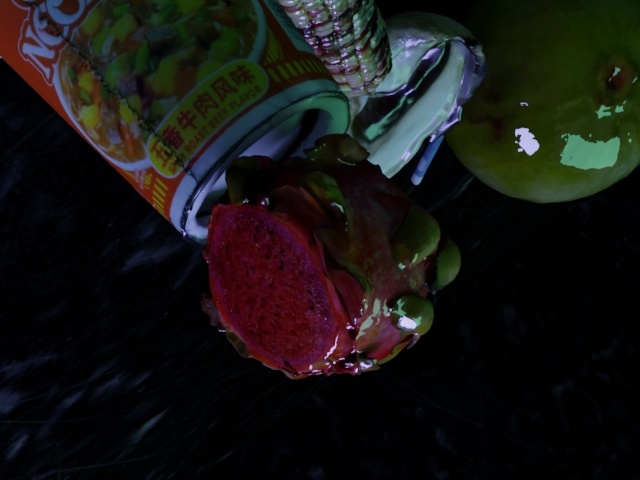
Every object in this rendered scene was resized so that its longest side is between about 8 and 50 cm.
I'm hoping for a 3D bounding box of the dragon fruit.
[{"bbox_3d":[0.003,0.009,0.541,0.150,0.133,0.207,-16,-176,6],"label":"dragon fruit"}]

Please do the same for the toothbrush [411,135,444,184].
[{"bbox_3d":[0.190,-0.168,1.497,0.025,0.019,0.275,-27,160,-27],"label":"toothbrush"}]

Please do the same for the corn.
[{"bbox_3d":[0.000,-0.199,0.767,0.086,0.086,0.253,-42,154,2],"label":"corn"}]

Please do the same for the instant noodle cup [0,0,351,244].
[{"bbox_3d":[-0.096,-0.115,0.583,0.193,0.212,0.193,-38,165,-12],"label":"instant noodle cup"}]

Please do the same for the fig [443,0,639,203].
[{"bbox_3d":[0.274,-0.194,1.190,0.316,0.316,0.316,-38,164,-13],"label":"fig"}]

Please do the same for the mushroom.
[{"bbox_3d":[0.011,-0.126,1.001,0.344,0.130,0.247,-41,155,-4],"label":"mushroom"}]
